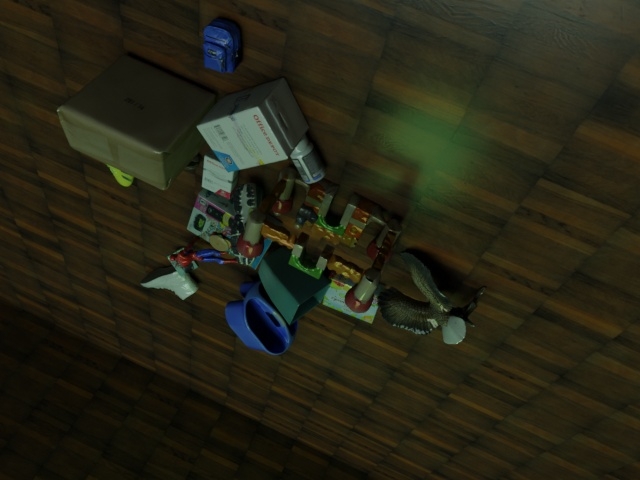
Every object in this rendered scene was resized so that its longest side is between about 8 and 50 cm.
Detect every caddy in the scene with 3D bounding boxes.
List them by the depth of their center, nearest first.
[{"bbox_3d":[-0.224,0.311,2.120,0.179,0.241,0.341,-2,133,39],"label":"caddy"}]

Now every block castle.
[{"bbox_3d":[0.000,0.000,1.611,0.453,0.303,0.213,26,141,3],"label":"block castle"}]

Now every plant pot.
[{"bbox_3d":[-0.112,0.150,1.918,0.234,0.165,0.165,48,146,16],"label":"plant pot"}]

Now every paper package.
[{"bbox_3d":[-0.519,-0.353,1.517,0.324,0.310,0.168,25,144,4],"label":"paper package"}]

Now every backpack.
[{"bbox_3d":[-0.261,-0.514,1.368,0.097,0.101,0.120,17,136,3],"label":"backpack"}]

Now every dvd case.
[{"bbox_3d":[-0.592,0.091,2.221,0.087,0.013,0.119,-28,124,-5],"label":"dvd case"}]

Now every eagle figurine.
[{"bbox_3d":[0.358,0.205,1.723,0.298,0.226,0.225,25,161,-5],"label":"eagle figurine"}]

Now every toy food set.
[{"bbox_3d":[-0.372,0.007,1.898,0.082,0.020,0.083,36,141,-10],"label":"toy food set"}]

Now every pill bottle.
[{"bbox_3d":[-0.044,-0.246,1.547,0.078,0.078,0.137,-5,130,33],"label":"pill bottle"}]

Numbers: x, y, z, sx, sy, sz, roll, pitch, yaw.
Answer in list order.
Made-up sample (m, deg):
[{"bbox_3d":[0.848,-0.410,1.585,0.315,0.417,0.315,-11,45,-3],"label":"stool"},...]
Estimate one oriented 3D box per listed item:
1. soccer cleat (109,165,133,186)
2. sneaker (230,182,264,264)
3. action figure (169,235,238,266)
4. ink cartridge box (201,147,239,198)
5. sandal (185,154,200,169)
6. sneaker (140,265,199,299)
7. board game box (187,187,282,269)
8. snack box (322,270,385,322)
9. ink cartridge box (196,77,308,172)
[{"bbox_3d":[-0.739,-0.293,1.851,0.093,0.121,0.289,21,140,7],"label":"soccer cleat"},{"bbox_3d":[-0.228,-0.054,1.735,0.107,0.110,0.275,7,93,26],"label":"sneaker"},{"bbox_3d":[-0.469,0.038,2.094,0.280,0.139,0.092,-5,131,4],"label":"action figure"},{"bbox_3d":[-0.334,-0.228,1.740,0.109,0.063,0.150,25,140,3],"label":"ink cartridge box"},{"bbox_3d":[-0.513,-0.284,1.783,0.219,0.090,0.060,12,160,8],"label":"sandal"},{"bbox_3d":[-0.688,0.210,2.371,0.292,0.108,0.169,-12,123,36],"label":"sneaker"},{"bbox_3d":[-0.318,-0.053,1.893,0.303,0.098,0.224,31,141,-4],"label":"board game box"},{"bbox_3d":[0.123,0.206,1.941,0.207,0.070,0.175,22,139,9],"label":"snack box"},{"bbox_3d":[-0.187,-0.325,1.471,0.232,0.168,0.171,-5,131,33],"label":"ink cartridge box"}]
